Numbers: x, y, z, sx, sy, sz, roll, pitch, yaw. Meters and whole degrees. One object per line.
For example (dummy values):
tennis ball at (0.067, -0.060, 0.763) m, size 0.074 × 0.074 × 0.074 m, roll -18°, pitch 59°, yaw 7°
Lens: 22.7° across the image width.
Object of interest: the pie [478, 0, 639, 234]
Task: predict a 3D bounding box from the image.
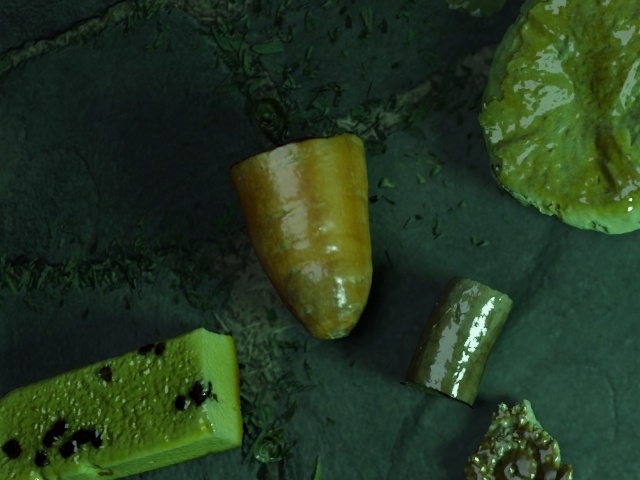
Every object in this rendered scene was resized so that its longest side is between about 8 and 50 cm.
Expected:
pie at (0.296, -0.148, 1.678) m, size 0.306 × 0.071 × 0.306 m, roll -11°, pitch 69°, yaw 32°

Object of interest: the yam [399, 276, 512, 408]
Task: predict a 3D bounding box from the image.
yam at (0.146, 0.108, 1.685) m, size 0.084 × 0.084 × 0.127 m, roll 19°, pitch 81°, yaw 35°

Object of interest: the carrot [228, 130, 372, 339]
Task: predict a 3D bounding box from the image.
carrot at (0.000, 0.000, 1.783) m, size 0.159 × 0.159 × 0.225 m, roll -23°, pitch 75°, yaw 24°

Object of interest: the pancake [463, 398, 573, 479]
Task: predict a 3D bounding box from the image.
pancake at (0.171, 0.281, 1.623) m, size 0.266 × 0.057 × 0.244 m, roll -9°, pitch 69°, yaw 30°

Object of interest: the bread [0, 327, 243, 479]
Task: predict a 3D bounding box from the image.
bread at (-0.261, 0.216, 1.900) m, size 0.361 × 0.077 × 0.138 m, roll -19°, pitch 64°, yaw 26°
